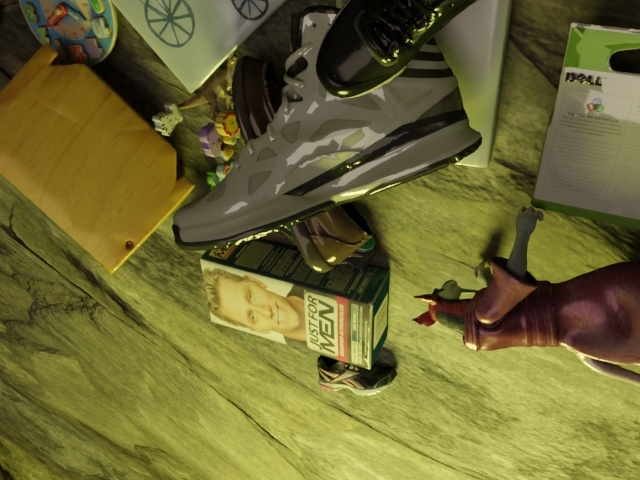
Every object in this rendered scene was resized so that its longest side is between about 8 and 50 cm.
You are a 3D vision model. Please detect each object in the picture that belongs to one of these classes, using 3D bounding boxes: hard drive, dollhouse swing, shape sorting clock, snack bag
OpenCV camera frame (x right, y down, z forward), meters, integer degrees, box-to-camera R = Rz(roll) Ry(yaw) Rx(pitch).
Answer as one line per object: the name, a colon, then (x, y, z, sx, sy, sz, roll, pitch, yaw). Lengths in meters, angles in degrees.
hard drive: (0.135, -0.278, 0.910, 0.233, 0.047, 0.353, 13, 130, 20)
dollhouse swing: (-0.445, -0.145, 1.312, 0.347, 0.305, 0.315, 44, 95, -9)
shape sorting clock: (-0.433, -0.395, 1.134, 0.206, 0.040, 0.206, 15, 131, 18)
snack bag: (-0.194, -0.434, 0.967, 0.342, 0.037, 0.323, -32, 104, 35)

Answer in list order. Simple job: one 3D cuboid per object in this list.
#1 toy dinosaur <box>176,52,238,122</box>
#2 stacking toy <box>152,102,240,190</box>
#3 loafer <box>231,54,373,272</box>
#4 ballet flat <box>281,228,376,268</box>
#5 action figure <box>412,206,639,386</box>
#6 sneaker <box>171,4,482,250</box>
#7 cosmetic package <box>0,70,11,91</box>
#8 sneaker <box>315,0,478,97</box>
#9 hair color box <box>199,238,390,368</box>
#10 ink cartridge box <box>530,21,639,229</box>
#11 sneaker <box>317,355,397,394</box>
toy dinosaur: (-0.174, -0.245, 1.116, 0.183, 0.053, 0.092, -31, 90, 37)
stacking toy: (-0.169, -0.138, 1.135, 0.167, 0.052, 0.221, 13, 147, 35)
loafer: (-0.019, -0.131, 1.062, 0.130, 0.134, 0.366, -20, 109, 16)
ballet flat: (0.000, 0.000, 1.191, 0.203, 0.074, 0.074, 20, 132, 10)
action figure: (0.316, 0.113, 0.950, 0.370, 0.275, 0.248, -7, 158, 12)
sneaker: (-0.033, -0.161, 0.919, 0.448, 0.169, 0.257, -21, 95, 13)
cosmetic package: (-0.817, -0.292, 1.389, 0.284, 0.097, 0.377, 46, 133, -8)
sneaker: (0.105, -0.269, 0.733, 0.283, 0.124, 0.107, -38, 94, 11)
hair color box: (-0.048, 0.110, 1.279, 0.347, 0.105, 0.173, 14, 130, 20)
ink cartridge box: (0.388, -0.150, 0.840, 0.189, 0.097, 0.255, 14, 129, 19)
sneaker: (0.065, 0.266, 1.368, 0.178, 0.072, 0.077, -7, 111, 26)
